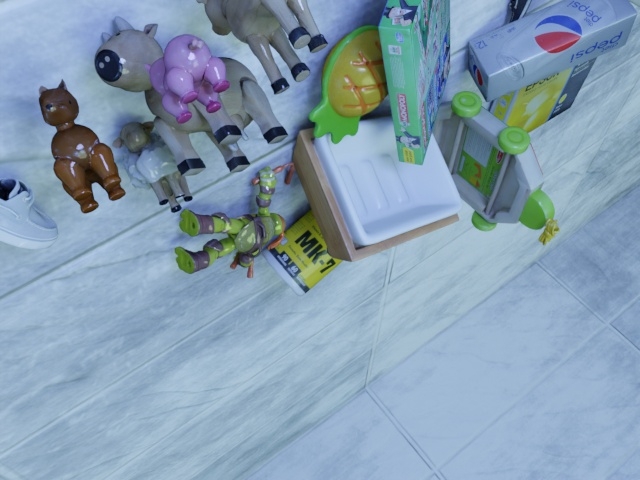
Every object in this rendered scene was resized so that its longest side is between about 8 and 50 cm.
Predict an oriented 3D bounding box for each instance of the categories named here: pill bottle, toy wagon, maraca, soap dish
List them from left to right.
[{"bbox_3d":[0.000,0.000,1.209,0.208,0.119,0.119,-42,154,-3],"label":"pill bottle"},{"bbox_3d":[0.049,-0.234,0.938,0.127,0.099,0.185,12,113,-43],"label":"maraca"},{"bbox_3d":[0.100,-0.099,1.093,0.291,0.228,0.118,-19,174,-40],"label":"soap dish"},{"bbox_3d":[0.342,-0.128,1.228,0.068,0.344,0.267,-34,152,-20],"label":"toy wagon"}]

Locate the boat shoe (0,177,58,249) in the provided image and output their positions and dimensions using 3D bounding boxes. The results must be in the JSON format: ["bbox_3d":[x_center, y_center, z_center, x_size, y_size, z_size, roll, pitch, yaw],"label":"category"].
[{"bbox_3d":[-0.368,-0.046,0.713,0.063,0.066,0.184,-44,144,6],"label":"boat shoe"}]

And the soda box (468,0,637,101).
[{"bbox_3d":[0.428,-0.371,1.162,0.286,0.091,0.098,-22,158,4],"label":"soda box"}]

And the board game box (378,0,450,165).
[{"bbox_3d":[0.154,-0.290,0.947,0.317,0.046,0.213,66,40,-62],"label":"board game box"}]

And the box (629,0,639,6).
[{"bbox_3d":[0.626,-0.559,1.217,0.232,0.127,0.148,-10,140,-48],"label":"box"}]

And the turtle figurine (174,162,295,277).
[{"bbox_3d":[-0.136,-0.004,1.053,0.217,0.087,0.269,-16,144,-42],"label":"turtle figurine"}]

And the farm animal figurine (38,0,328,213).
[{"bbox_3d":[-0.145,-0.180,0.686,0.330,0.172,0.327,-30,173,11],"label":"farm animal figurine"}]

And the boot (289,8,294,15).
[{"bbox_3d":[-0.063,-0.332,0.678,0.190,0.076,0.208,-33,149,13],"label":"boot"}]

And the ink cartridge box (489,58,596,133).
[{"bbox_3d":[0.521,-0.380,1.412,0.304,0.072,0.307,-29,153,-24],"label":"ink cartridge box"}]

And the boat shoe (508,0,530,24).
[{"bbox_3d":[0.371,-0.444,1.143,0.046,0.038,0.125,-59,173,-25],"label":"boat shoe"}]
